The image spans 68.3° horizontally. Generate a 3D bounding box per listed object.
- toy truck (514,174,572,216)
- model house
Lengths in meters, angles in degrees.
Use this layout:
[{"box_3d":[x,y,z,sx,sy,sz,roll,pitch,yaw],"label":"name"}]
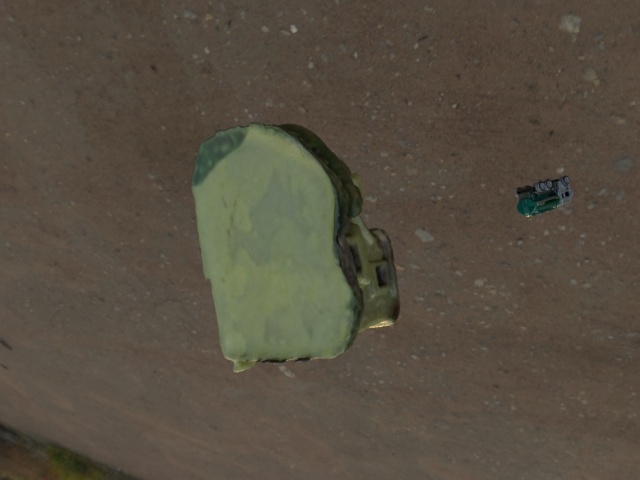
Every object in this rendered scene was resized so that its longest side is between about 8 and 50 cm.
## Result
[{"box_3d":[0.296,-0.058,0.625,0.039,0.083,0.044,-14,90,62],"label":"toy truck"},{"box_3d":[0.000,0.000,0.681,0.261,0.266,0.321,-12,87,37],"label":"model house"}]
